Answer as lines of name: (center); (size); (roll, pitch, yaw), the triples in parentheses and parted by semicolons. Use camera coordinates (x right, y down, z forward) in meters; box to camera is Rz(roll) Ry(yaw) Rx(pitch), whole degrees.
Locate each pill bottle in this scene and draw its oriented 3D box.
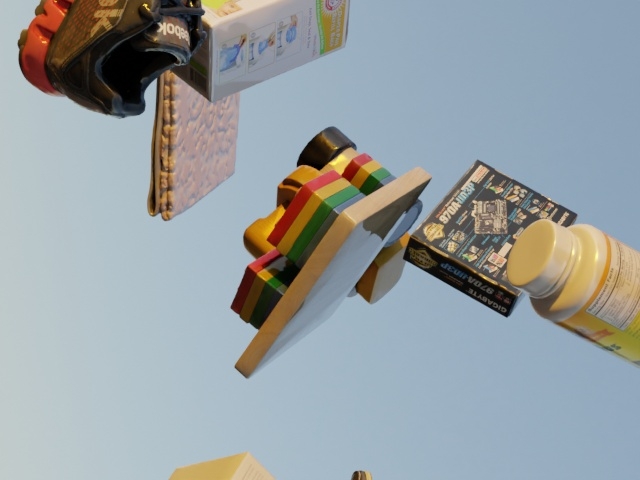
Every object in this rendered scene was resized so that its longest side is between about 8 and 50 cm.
pill bottle: (0.315, 0.058, 1.600); (0.117, 0.215, 0.117); (-47, -153, 33)

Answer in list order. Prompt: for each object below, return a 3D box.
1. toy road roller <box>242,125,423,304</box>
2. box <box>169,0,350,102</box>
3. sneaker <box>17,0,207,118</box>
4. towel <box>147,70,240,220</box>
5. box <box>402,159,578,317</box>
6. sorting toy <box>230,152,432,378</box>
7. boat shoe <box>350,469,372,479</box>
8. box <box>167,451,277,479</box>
toy road roller: (0.000, 0.000, 2.292); (0.202, 0.241, 0.329); (43, -23, 17)
box: (-0.077, -0.256, 1.633); (0.114, 0.203, 0.103); (40, -39, 34)
sneaker: (-0.132, -0.216, 1.155); (0.135, 0.098, 0.276); (39, -76, 31)
towel: (-0.212, -0.231, 2.503); (0.317, 0.053, 0.331); (-46, 145, -63)
box: (0.247, -0.007, 2.061); (0.175, 0.220, 0.051); (30, -44, 14)
sorting toy: (-0.005, 0.016, 1.773); (0.089, 0.257, 0.255); (40, -63, 9)
boat shoe: (0.033, 0.369, 1.901); (0.056, 0.049, 0.152); (123, -15, -52)
box: (-0.109, 0.540, 2.410); (0.345, 0.168, 0.215); (47, -39, -19)
